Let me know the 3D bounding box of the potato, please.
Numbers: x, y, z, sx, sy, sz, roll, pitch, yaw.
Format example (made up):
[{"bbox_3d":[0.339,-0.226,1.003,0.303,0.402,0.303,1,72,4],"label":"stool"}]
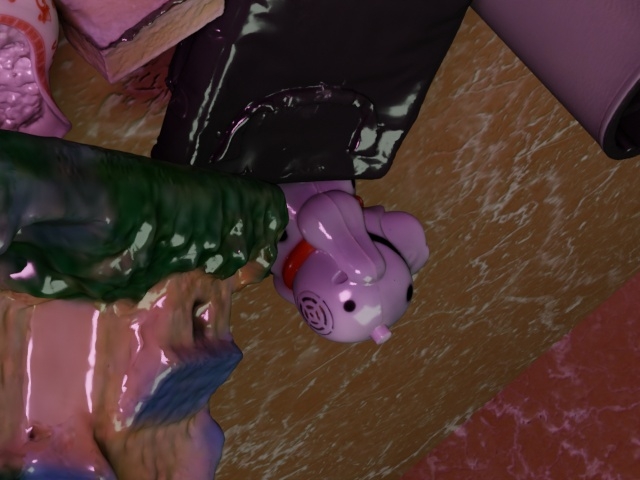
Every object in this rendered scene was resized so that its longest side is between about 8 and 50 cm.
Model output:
[{"bbox_3d":[-0.138,-0.180,1.000,0.122,0.086,0.061,-38,155,-16],"label":"potato"}]

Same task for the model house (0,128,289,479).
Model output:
[{"bbox_3d":[-0.249,0.108,0.877,0.382,0.334,0.343,9,85,-65],"label":"model house"}]

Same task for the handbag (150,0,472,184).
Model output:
[{"bbox_3d":[-0.008,-0.156,1.159,0.275,0.088,0.244,-7,130,-42],"label":"handbag"}]

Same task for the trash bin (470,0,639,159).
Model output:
[{"bbox_3d":[0.268,-0.242,1.242,0.277,0.262,0.217,-19,151,-36],"label":"trash bin"}]

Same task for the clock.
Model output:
[{"bbox_3d":[0.000,-0.003,1.319,0.189,0.254,0.189,-36,158,-17],"label":"clock"}]

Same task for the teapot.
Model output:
[{"bbox_3d":[-0.260,-0.132,0.882,0.159,0.116,0.245,-32,162,19],"label":"teapot"}]
